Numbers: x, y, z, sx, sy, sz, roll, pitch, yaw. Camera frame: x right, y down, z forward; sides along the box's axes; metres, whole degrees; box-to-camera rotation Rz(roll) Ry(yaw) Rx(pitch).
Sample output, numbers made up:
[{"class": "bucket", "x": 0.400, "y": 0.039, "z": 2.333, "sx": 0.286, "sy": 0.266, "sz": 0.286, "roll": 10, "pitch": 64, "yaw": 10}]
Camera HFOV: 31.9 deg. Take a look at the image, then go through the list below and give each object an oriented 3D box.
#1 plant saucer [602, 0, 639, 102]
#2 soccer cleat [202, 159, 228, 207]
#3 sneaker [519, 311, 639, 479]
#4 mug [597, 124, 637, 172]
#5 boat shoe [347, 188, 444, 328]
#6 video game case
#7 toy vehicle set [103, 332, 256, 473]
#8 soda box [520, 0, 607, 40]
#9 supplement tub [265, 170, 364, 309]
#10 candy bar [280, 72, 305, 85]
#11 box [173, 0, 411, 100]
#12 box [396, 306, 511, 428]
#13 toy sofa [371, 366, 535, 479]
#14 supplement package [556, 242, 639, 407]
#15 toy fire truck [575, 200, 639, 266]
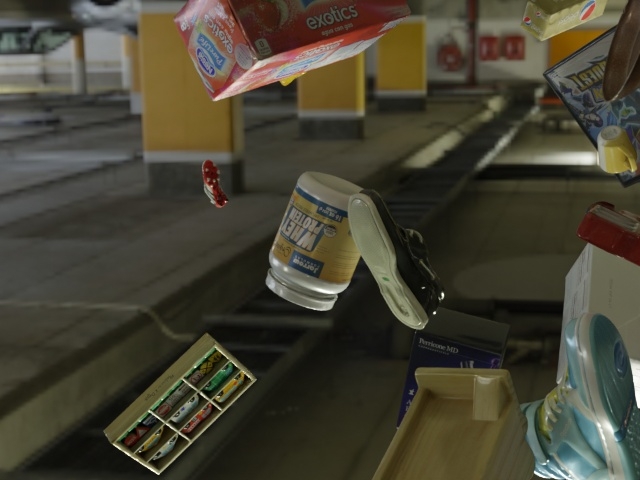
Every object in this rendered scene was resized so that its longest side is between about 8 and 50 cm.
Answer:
[{"class": "plant saucer", "x": 0.454, "y": -0.287, "z": 1.590, "sx": 0.036, "sy": 0.199, "sz": 0.198, "roll": 16, "pitch": -169, "yaw": 0}, {"class": "soccer cleat", "x": -0.167, "y": -0.087, "z": 1.705, "sx": 0.035, "sy": 0.083, "sz": 0.029, "roll": 19, "pitch": -131, "yaw": 44}, {"class": "sneaker", "x": 0.351, "y": 0.242, "z": 1.637, "sx": 0.208, "sy": 0.319, "sz": 0.127, "roll": -2, "pitch": -148, "yaw": 33}, {"class": "mug", "x": 0.485, "y": -0.152, "z": 1.816, "sx": 0.078, "sy": 0.064, "sz": 0.062, "roll": 15, "pitch": -121, "yaw": 37}, {"class": "boat shoe", "x": 0.108, "y": 0.015, "z": 1.566, "sx": 0.079, "sy": 0.233, "sz": 0.084, "roll": -42, "pitch": -148, "yaw": -22}, {"class": "video game case", "x": 0.528, "y": -0.234, "z": 1.837, "sx": 0.035, "sy": 0.248, "sz": 0.275, "roll": -39, "pitch": -175, "yaw": -33}, {"class": "toy vehicle set", "x": -0.262, "y": 0.311, "z": 2.117, "sx": 0.035, "sy": 0.267, "sz": 0.166, "roll": 44, "pitch": 177, "yaw": 41}, {"class": "soda box", "x": 0.464, "y": -0.440, "z": 2.112, "sx": 0.181, "sy": 0.061, "sz": 0.058, "roll": -27, "pitch": -125, "yaw": -32}, {"class": "supplement tub", "x": 0.000, "y": 0.000, "z": 1.857, "sx": 0.144, "sy": 0.200, "sz": 0.144, "roll": 20, "pitch": -167, "yaw": -5}, {"class": "candy bar", "x": -0.079, "y": -0.265, "z": 1.565, "sx": 0.040, "sy": 0.018, "sz": 0.161, "roll": -26, "pitch": 142, "yaw": 24}, {"class": "box", "x": -0.033, "y": -0.279, "z": 1.382, "sx": 0.257, "sy": 0.123, "sz": 0.128, "roll": -24, "pitch": 177, "yaw": -36}, {"class": "box", "x": 0.228, "y": 0.234, "z": 1.923, "sx": 0.153, "sy": 0.207, "sz": 0.108, "roll": 13, "pitch": -152, "yaw": 13}, {"class": "toy sofa", "x": 0.159, "y": 0.347, "z": 1.504, "sx": 0.150, "sy": 0.177, "sz": 0.362, "roll": -3, "pitch": -147, "yaw": 31}, {"class": "supplement package", "x": 0.574, "y": 0.157, "z": 2.109, "sx": 0.204, "sy": 0.145, "sz": 0.262, "roll": 17, "pitch": -129, "yaw": -2}, {"class": "toy fire truck", "x": 0.495, "y": 0.013, "z": 1.596, "sx": 0.254, "sy": 0.169, "sz": 0.302, "roll": 28, "pitch": -165, "yaw": 13}]
